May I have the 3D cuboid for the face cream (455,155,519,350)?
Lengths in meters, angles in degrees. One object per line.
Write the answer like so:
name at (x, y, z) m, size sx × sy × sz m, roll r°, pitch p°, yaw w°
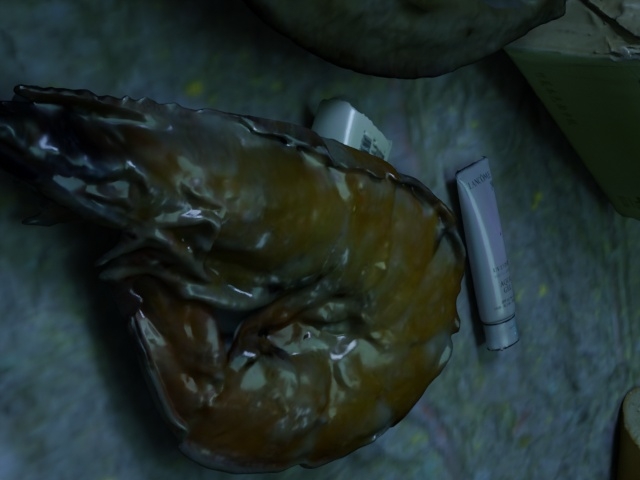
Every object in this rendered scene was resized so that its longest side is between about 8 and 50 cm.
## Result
face cream at (0.098, 0.008, 1.064) m, size 0.038 × 0.020 × 0.115 m, roll -28°, pitch 111°, yaw -50°

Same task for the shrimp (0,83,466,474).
shrimp at (-0.048, 0.019, 0.811) m, size 0.316 × 0.062 × 0.164 m, roll 22°, pitch 84°, yaw -43°

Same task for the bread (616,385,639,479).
bread at (0.226, 0.150, 1.218) m, size 0.062 × 0.049 × 0.103 m, roll 71°, pitch 21°, yaw -85°

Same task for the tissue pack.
tissue pack at (0.218, -0.126, 1.116) m, size 0.234 × 0.125 × 0.159 m, roll 45°, pitch 59°, yaw -53°

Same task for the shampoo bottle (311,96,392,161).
shampoo bottle at (0.000, 0.000, 0.914) m, size 0.049 × 0.034 × 0.141 m, roll 44°, pitch 57°, yaw -53°

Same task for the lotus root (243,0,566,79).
lotus root at (0.034, -0.202, 0.884) m, size 0.210 × 0.142 × 0.314 m, roll -54°, pitch 152°, yaw 14°
